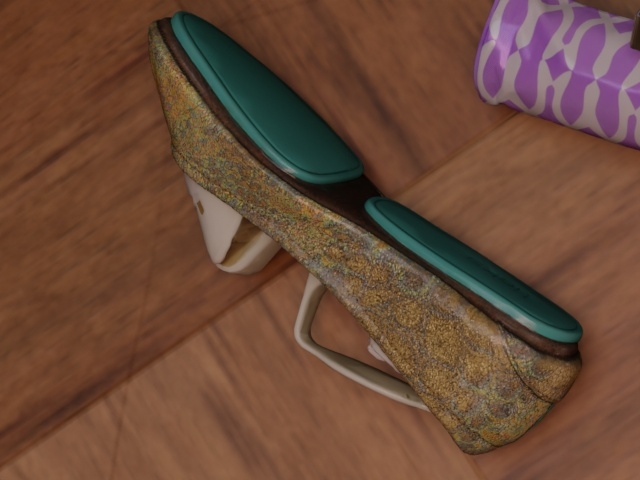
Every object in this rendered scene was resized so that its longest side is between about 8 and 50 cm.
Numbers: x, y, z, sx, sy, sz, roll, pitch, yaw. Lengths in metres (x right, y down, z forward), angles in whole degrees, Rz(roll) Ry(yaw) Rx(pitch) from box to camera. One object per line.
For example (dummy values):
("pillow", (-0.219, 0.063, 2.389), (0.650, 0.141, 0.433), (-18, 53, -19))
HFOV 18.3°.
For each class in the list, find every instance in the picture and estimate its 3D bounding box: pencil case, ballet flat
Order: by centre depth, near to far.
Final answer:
("pencil case", (0.194, -0.096, 1.169), (0.206, 0.086, 0.088), (18, 96, 17))
("ballet flat", (0.000, 0.000, 1.199), (0.348, 0.123, 0.123), (40, 93, 18))

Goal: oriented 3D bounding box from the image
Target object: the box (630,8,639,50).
("box", (0.288, -0.170, 1.148), (0.136, 0.036, 0.225), (23, 58, 18))
